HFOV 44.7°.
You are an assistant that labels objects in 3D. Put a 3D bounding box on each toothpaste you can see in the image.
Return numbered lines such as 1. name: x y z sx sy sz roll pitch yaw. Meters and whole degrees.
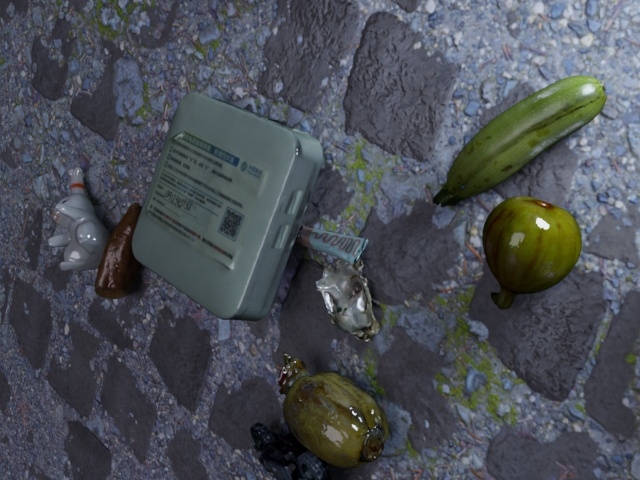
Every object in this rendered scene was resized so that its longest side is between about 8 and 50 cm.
1. toothpaste: 0.000 0.000 1.511 0.205 0.036 0.056 15 71 38

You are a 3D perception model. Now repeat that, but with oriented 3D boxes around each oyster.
1. oyster: 0.051 0.115 1.468 0.108 0.053 0.165 -16 74 13

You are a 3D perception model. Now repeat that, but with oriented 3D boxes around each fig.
1. fig: 0.303 0.024 1.189 0.186 0.142 0.148 -64 29 9

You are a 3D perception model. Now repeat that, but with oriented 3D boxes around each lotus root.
1. lotus root: 0.006 0.316 1.458 0.278 0.154 0.154 34 114 35

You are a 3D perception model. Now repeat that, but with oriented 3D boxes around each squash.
1. squash: 0.290 -0.149 1.221 0.341 0.094 0.094 -37 71 37

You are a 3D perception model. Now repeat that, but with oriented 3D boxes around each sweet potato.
1. sweet potato: -0.474 0.032 1.879 0.097 0.097 0.251 27 99 36

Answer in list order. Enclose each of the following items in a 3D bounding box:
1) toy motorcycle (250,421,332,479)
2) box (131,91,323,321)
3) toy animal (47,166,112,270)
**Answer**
1. toy motorcycle: -0.050 0.454 1.537 0.270 0.106 0.159 9 125 58
2. box: -0.202 -0.079 1.594 0.396 0.111 0.396 28 102 39
3. toy animal: -0.623 -0.050 1.966 0.282 0.138 0.140 55 129 24
